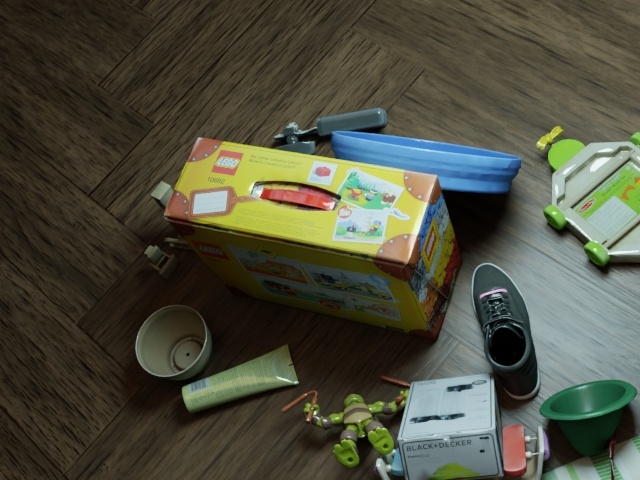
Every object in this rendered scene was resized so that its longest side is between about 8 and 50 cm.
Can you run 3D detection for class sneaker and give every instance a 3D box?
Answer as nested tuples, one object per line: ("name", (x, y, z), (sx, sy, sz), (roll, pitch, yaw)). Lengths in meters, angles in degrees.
("sneaker", (0.356, 0.150, 1.740), (0.105, 0.147, 0.295), (-17, 58, 10))

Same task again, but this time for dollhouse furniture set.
("dollhouse furniture set", (-0.334, -0.008, 2.018), (0.101, 0.182, 0.161), (26, 73, 27))

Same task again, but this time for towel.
("towel", (0.555, 0.452, 1.541), (0.325, 0.038, 0.247), (-24, 35, 6))

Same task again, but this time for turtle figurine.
("turtle figurine", (0.061, 0.355, 1.728), (0.270, 0.087, 0.217), (-8, 17, 0))

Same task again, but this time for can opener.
("can opener", (0.022, -0.254, 2.114), (0.281, 0.074, 0.093), (-13, 95, 12))

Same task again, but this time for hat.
("hat", (0.503, 0.375, 1.622), (0.173, 0.209, 0.183), (-12, 97, 46))

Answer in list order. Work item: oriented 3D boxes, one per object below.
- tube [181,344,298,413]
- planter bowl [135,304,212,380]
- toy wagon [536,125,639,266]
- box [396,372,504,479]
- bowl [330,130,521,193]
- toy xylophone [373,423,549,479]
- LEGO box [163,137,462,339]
("tube", (-0.170, 0.300, 1.883), (0.240, 0.062, 0.070), (-20, 103, 1))
("planter bowl", (-0.300, 0.233, 1.923), (0.162, 0.109, 0.162), (-8, 62, 14))
("toy wagon", (0.592, -0.110, 1.850), (0.267, 0.068, 0.344), (-39, 58, -5))
("box", (0.238, 0.333, 1.603), (0.169, 0.290, 0.087), (-9, 98, 11))
("bowl", (0.212, -0.161, 1.835), (0.391, 0.391, 0.077), (11, 100, 22))
("toy xylophone", (0.260, 0.416, 1.606), (0.323, 0.236, 0.081), (-10, 98, 6))
("LEGO box", (0.000, 0.000, 1.799), (0.501, 0.372, 0.193), (11, 67, 22))
